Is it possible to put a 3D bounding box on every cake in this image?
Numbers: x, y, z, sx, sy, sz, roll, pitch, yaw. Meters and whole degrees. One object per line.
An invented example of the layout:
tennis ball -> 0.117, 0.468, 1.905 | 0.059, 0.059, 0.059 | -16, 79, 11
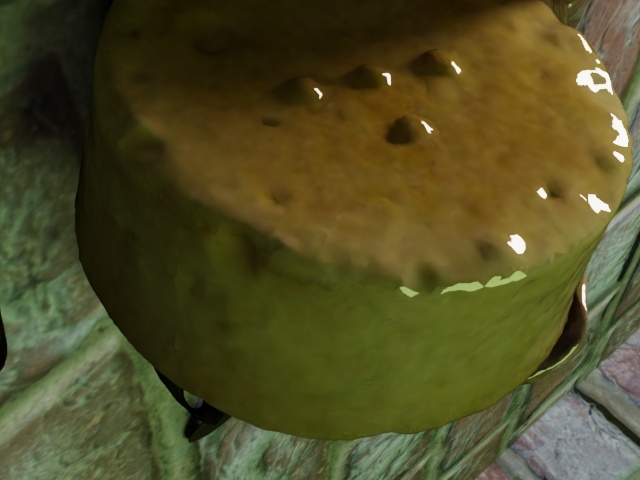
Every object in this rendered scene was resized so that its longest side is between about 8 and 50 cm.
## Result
cake -> 0.002, 0.007, 0.861 | 0.332, 0.332, 0.321 | -32, 151, -33

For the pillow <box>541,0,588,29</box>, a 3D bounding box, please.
pillow -> 0.138, -0.259, 0.850 | 0.084, 0.223, 0.236 | -4, 166, 13

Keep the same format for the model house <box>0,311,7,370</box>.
model house -> -0.247, 0.063, 0.827 | 0.152, 0.106, 0.165 | -62, -168, 10

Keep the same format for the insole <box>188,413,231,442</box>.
insole -> -0.045, 0.119, 1.309 | 0.111, 0.007, 0.328 | -24, 163, -45
